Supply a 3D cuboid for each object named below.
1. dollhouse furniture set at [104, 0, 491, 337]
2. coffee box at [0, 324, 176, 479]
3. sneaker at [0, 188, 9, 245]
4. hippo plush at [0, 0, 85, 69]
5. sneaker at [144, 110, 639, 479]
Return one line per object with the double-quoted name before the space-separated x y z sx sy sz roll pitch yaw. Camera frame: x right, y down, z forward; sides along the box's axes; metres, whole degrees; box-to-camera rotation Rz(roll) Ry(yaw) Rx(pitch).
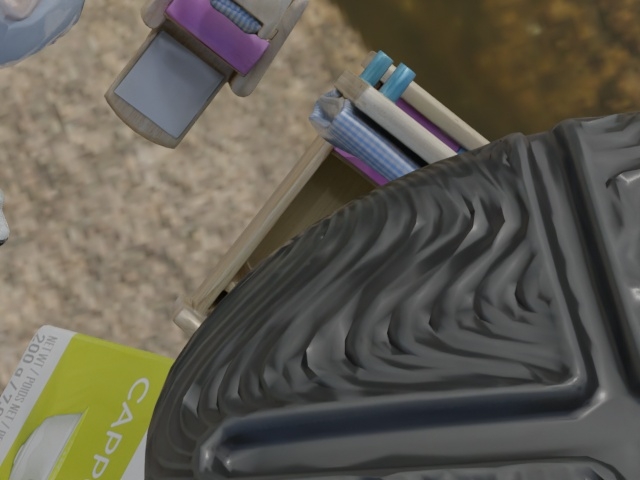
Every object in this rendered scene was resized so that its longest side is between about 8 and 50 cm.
"dollhouse furniture set" 0.000 0.000 1.006 0.286 0.303 0.198 37 94 -10
"coffee box" -0.021 0.280 0.997 0.338 0.334 0.338 34 76 -33
"sneaker" -0.196 -0.041 0.810 0.208 0.081 0.094 -8 98 -80
"hippo plush" -0.197 -0.168 0.696 0.236 0.234 0.294 -2 95 -18
"sneaker" 0.180 0.100 0.504 0.447 0.257 0.169 -4 52 -7
